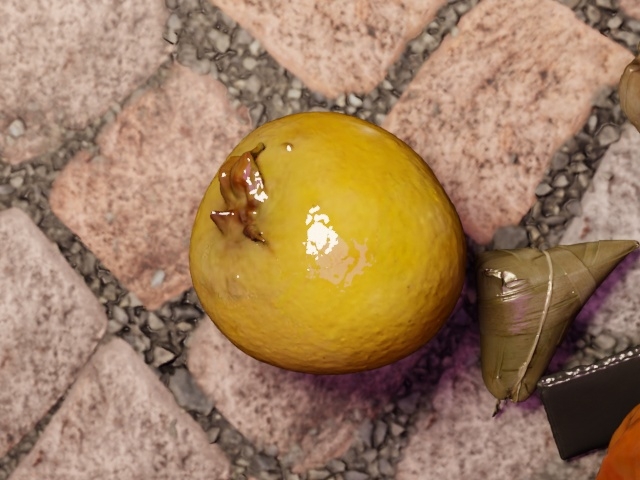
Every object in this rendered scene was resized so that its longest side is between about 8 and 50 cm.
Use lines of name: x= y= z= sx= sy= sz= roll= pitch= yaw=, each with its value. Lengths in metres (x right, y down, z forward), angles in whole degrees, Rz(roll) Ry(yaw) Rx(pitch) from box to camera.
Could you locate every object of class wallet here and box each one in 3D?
wallet: x=0.355 y=0.154 z=1.705 sx=0.244 sy=0.025 sz=0.124 roll=-19 pitch=128 yaw=4

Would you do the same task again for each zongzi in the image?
zongzi: x=0.254 y=0.095 z=1.711 sx=0.178 sy=0.081 sz=0.189 roll=-7 pitch=102 yaw=-6

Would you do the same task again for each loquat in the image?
loquat: x=0.000 y=0.000 z=1.614 sx=0.275 sy=0.275 sz=0.274 roll=0 pitch=97 yaw=3

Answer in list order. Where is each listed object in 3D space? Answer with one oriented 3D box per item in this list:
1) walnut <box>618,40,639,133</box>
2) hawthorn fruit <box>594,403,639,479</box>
walnut: x=0.417 y=-0.151 z=1.625 sx=0.230 sy=0.178 sz=0.178 roll=20 pitch=98 yaw=-11
hawthorn fruit: x=0.469 y=0.297 z=1.533 sx=0.472 sy=0.472 sz=0.471 roll=0 pitch=97 yaw=3
